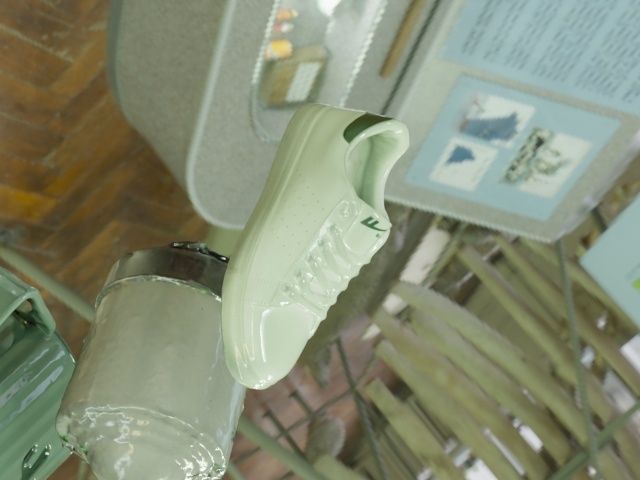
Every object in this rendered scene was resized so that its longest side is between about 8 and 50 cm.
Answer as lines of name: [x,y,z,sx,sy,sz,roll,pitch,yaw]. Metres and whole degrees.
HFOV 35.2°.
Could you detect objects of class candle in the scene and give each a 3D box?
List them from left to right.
candle: [-0.167,0.171,1.027,0.187,0.187,0.330,115,-10,-52]

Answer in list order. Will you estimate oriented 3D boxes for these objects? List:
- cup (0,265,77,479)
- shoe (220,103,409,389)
cup: [-0.506,0.219,1.233,0.392,0.310,0.401,-57,151,-63]
shoe: [0.000,0.000,0.859,0.095,0.110,0.265,35,63,-51]
